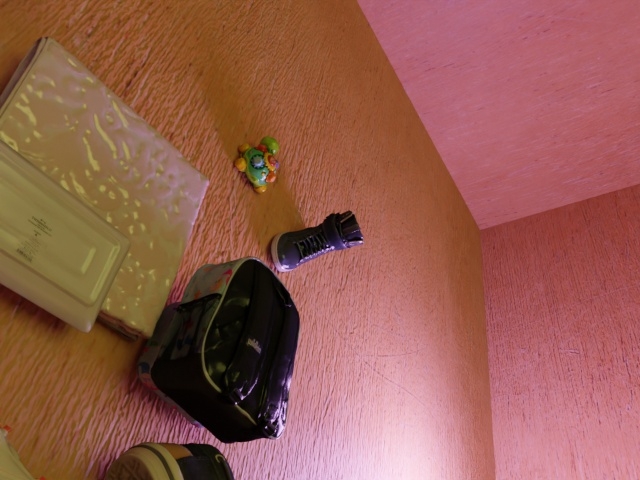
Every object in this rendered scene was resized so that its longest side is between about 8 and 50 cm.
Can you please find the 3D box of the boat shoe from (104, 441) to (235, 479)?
[{"bbox_3d":[-0.133,0.491,0.753,0.156,0.187,0.500,3,66,-56],"label":"boat shoe"}]

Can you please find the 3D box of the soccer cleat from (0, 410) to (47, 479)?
[{"bbox_3d":[-0.337,0.261,0.640,0.076,0.068,0.196,-42,111,-45],"label":"soccer cleat"}]

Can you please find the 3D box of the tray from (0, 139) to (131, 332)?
[{"bbox_3d":[-0.336,-0.015,0.714,0.270,0.030,0.145,47,48,-42],"label":"tray"}]

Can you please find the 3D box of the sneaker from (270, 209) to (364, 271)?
[{"bbox_3d":[0.000,-0.002,1.331,0.226,0.163,0.086,-31,103,-62],"label":"sneaker"}]

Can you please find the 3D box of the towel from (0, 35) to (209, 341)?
[{"bbox_3d":[-0.315,-0.065,0.853,0.332,0.053,0.317,45,44,-41],"label":"towel"}]

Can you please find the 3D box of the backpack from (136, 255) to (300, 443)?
[{"bbox_3d":[-0.138,0.158,0.933,0.225,0.191,0.253,54,39,-37],"label":"backpack"}]

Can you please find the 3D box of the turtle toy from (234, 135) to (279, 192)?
[{"bbox_3d":[-0.125,-0.171,1.300,0.095,0.066,0.130,50,34,-37],"label":"turtle toy"}]
